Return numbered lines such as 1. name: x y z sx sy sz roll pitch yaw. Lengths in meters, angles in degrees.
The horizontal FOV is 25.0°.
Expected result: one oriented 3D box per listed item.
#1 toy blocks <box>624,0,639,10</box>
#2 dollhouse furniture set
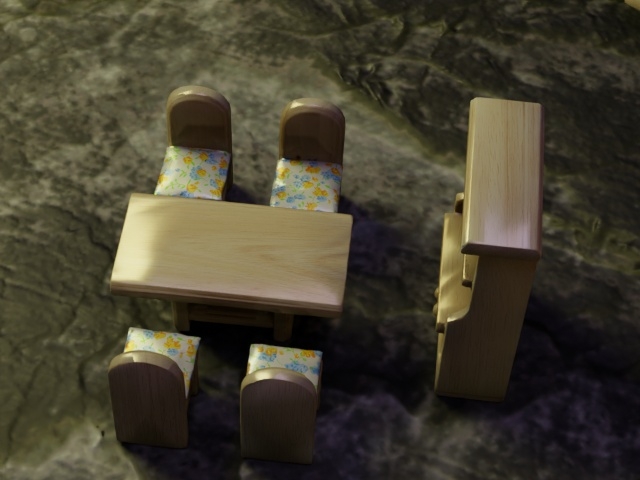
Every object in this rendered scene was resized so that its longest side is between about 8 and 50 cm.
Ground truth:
1. toy blocks: 0.342 -0.275 1.094 0.381 0.191 0.261 -31 48 -23
2. dollhouse furniture set: 0.000 0.000 0.854 0.242 0.161 0.212 6 52 2
